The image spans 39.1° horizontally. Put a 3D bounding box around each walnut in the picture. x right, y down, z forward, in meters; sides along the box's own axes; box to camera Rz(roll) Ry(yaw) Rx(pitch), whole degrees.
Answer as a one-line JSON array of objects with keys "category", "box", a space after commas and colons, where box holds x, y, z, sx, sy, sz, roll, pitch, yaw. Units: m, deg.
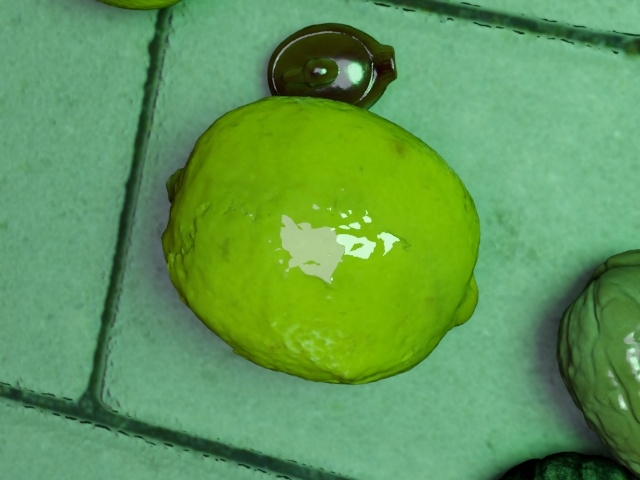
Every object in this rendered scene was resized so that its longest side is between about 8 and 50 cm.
[{"category": "walnut", "box": [0.306, 0.124, 0.805, 0.178, 0.178, 0.230, -27, 95, 10]}]

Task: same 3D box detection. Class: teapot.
[{"category": "teapot", "box": [0.010, -0.163, 0.875, 0.129, 0.078, 0.098, -4, 95, 9]}]

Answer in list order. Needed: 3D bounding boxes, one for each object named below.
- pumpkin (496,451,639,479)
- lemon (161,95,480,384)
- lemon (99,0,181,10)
[{"category": "pumpkin", "box": [0.242, 0.306, 0.839, 0.221, 0.162, 0.220, 3, 98, 20]}, {"category": "lemon", "box": [0.002, 0.001, 0.808, 0.260, 0.260, 0.284, -45, 86, 10]}, {"category": "lemon", "box": [-0.172, -0.305, 0.839, 0.203, 0.178, 0.178, 16, 98, 33]}]
